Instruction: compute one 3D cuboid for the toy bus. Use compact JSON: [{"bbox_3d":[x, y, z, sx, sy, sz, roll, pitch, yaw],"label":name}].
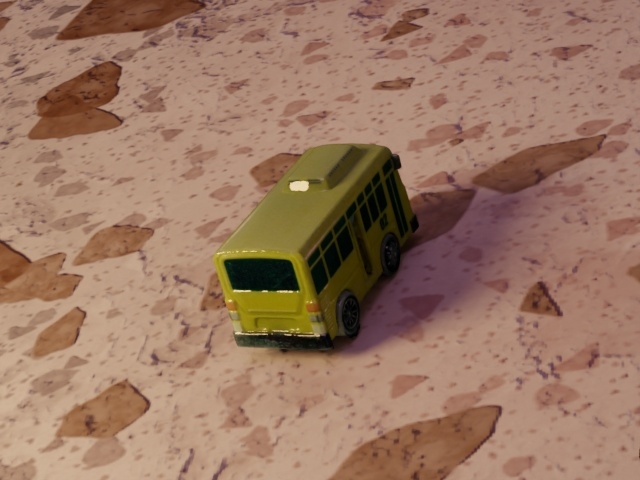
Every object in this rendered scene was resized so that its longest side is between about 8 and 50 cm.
[{"bbox_3d":[0.000,0.000,1.350,0.088,0.101,0.175,-1,31,30],"label":"toy bus"}]
